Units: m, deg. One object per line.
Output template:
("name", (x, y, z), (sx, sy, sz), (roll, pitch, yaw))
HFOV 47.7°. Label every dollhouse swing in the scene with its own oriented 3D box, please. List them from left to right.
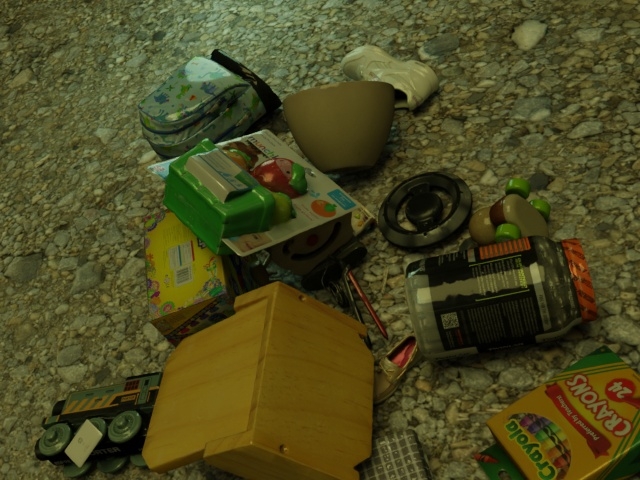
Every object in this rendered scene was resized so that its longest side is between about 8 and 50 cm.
("dollhouse swing", (-0.115, 0.316, 1.392), (0.305, 0.315, 0.347), (-43, 29, 37))

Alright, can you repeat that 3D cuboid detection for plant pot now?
("plant pot", (0.056, -0.270, 1.813), (0.284, 0.284, 0.191), (-8, 88, 18))

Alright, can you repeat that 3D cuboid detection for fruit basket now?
("fruit basket", (-0.136, -0.123, 1.529), (0.353, 0.165, 0.327), (-28, 57, -36))

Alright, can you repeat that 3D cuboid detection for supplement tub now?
("supplement tub", (0.349, 0.109, 1.420), (0.338, 0.207, 0.207), (-12, 52, 14))

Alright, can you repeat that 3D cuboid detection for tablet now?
("tablet", (-0.490, 0.420, 1.498), (0.054, 0.006, 0.083), (35, 89, 25))

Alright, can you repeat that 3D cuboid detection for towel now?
("towel", (0.100, 0.492, 1.299), (0.235, 0.121, 0.284), (-21, 50, 6))

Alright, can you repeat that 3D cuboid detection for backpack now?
("backpack", (-0.341, -0.370, 2.062), (0.355, 0.273, 0.290), (-49, 58, 0))

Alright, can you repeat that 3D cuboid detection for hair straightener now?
("hair straightener", (0.059, 0.135, 1.588), (0.089, 0.047, 0.230), (-29, 71, 2))

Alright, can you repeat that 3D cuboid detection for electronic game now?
("electronic game", (0.244, -0.074, 1.702), (0.229, 0.048, 0.229), (-17, 46, 18))

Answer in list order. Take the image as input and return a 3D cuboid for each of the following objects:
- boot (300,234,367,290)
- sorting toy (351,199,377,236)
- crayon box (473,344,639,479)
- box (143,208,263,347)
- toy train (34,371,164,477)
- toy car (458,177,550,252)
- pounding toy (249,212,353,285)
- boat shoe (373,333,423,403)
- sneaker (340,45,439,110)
("boot", (0.000, 0.002, 1.735), (0.189, 0.076, 0.208), (-33, 52, -3))
("sorting toy", (0.091, -0.042, 1.751), (0.075, 0.045, 0.083), (-47, 42, 8))
("crayon box", (0.437, 0.344, 1.262), (0.318, 0.081, 0.202), (-33, 35, -3))
("box", (-0.250, 0.104, 1.629), (0.177, 0.279, 0.290), (-20, 51, 7))
("toy train", (-0.468, 0.404, 1.603), (0.334, 0.142, 0.190), (-13, 39, 16))
("toy car", (0.385, -0.022, 1.582), (0.188, 0.149, 0.155), (-20, 39, 47))
("pounding toy", (-0.069, -0.025, 1.645), (0.269, 0.154, 0.155), (-38, 45, -6))
("boat shoe", (0.147, 0.259, 1.490), (0.063, 0.059, 0.170), (31, 71, 36))
("sneaker", (0.162, -0.435, 1.960), (0.305, 0.114, 0.152), (24, 66, 35))
